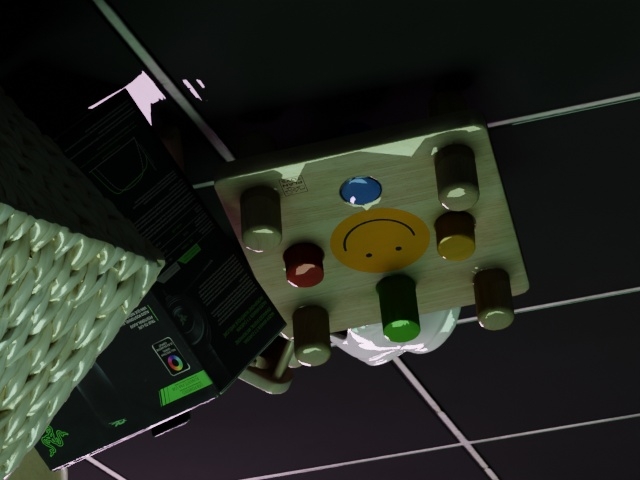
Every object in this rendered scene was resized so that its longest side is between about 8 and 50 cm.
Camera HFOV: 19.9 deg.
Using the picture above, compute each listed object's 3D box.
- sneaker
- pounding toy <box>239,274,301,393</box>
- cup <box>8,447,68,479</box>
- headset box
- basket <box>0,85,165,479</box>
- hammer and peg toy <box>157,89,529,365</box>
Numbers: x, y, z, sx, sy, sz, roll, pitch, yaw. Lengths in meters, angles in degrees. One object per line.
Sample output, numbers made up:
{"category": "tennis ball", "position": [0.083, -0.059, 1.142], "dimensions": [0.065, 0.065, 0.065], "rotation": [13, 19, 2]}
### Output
{"category": "sneaker", "position": [0.077, 0.088, 2.090], "dimensions": [0.094, 0.080, 0.212], "rotation": [22, 148, -26]}
{"category": "pounding toy", "position": [-0.110, 0.120, 1.945], "dimensions": [0.269, 0.154, 0.155], "rotation": [13, 108, -34]}
{"category": "cup", "position": [-0.489, 0.265, 2.079], "dimensions": [0.331, 0.237, 0.331], "rotation": [-31, 148, -22]}
{"category": "headset box", "position": [-0.206, 0.049, 1.658], "dimensions": [0.246, 0.283, 0.131], "rotation": [-26, -167, 38]}
{"category": "basket", "position": [-0.359, 0.028, 1.405], "dimensions": [0.331, 0.328, 0.266], "rotation": [-53, 144, 9]}
{"category": "hammer and peg toy", "position": [0.000, 0.000, 1.719], "dimensions": [0.361, 0.127, 0.266], "rotation": [-11, 139, 9]}
